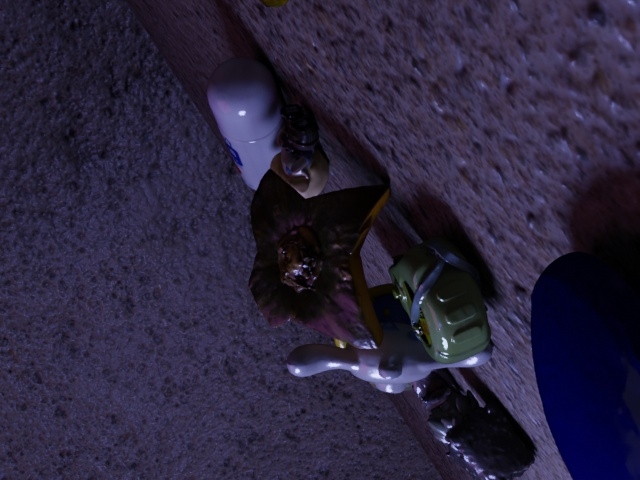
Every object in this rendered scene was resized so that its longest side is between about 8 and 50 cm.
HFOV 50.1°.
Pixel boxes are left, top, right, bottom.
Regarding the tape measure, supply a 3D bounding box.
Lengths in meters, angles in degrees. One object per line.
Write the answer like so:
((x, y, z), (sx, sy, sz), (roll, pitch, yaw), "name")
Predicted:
((0.166, 0.077, 0.929), (0.200, 0.106, 0.175), (106, 142, -77), "tape measure")

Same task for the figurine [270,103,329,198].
((-0.040, -0.150, 1.212), (0.114, 0.108, 0.196), (46, 163, 22), "figurine")

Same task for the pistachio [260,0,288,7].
((-0.065, -0.324, 0.807), (0.089, 0.049, 0.173), (54, 172, 4), "pistachio")

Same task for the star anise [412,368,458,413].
((0.262, 0.343, 1.510), (0.231, 0.089, 0.209), (61, -178, -31), "star anise")

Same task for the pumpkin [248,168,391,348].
((-0.016, 0.018, 1.085), (0.290, 0.258, 0.095), (9, -178, 43), "pumpkin")

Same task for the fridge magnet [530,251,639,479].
((0.242, 0.134, 0.533), (0.265, 0.113, 0.265), (-18, -90, -90), "fridge magnet")

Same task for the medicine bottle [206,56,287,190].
((-0.126, -0.219, 1.313), (0.130, 0.130, 0.341), (52, 171, 20), "medicine bottle")

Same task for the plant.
((0.295, 0.365, 1.275), (0.194, 0.129, 0.132), (47, 167, 28), "plant")

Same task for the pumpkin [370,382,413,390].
((0.149, 0.272, 1.639), (0.217, 0.110, 0.217), (59, -172, -13), "pumpkin")

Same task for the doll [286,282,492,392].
((0.087, 0.183, 1.139), (0.242, 0.311, 0.159), (-117, 24, -56), "doll")
